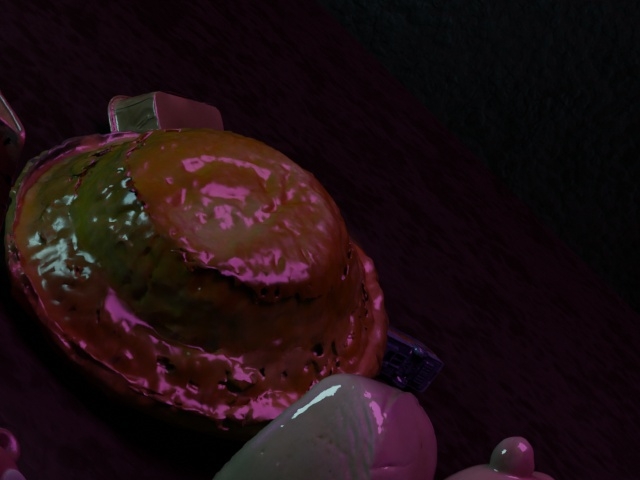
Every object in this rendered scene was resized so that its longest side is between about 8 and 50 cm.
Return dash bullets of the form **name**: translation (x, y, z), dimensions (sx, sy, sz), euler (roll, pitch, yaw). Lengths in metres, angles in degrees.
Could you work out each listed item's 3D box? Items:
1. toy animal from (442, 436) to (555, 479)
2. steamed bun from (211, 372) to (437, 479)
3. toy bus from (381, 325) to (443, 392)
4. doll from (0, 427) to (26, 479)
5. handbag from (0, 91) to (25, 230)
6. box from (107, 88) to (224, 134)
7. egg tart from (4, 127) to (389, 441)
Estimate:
- **toy animal**: translation (0.191, 0.359, 1.492), dimensions (0.229, 0.210, 0.221), euler (49, 10, -47)
- **steamed bun**: translation (0.009, 0.243, 1.306), dimensions (0.153, 0.238, 0.170), euler (54, 14, 28)
- **toy bus**: translation (0.078, 0.143, 1.947), dimensions (0.190, 0.064, 0.075), euler (28, 11, -38)
- **doll**: translation (-0.293, 0.194, 0.998), dimensions (0.211, 0.093, 0.262), euler (57, 30, 8)
- **handbag**: translation (-0.329, -0.055, 1.296), dimensions (0.059, 0.212, 0.157), euler (-1, 40, -32)
- **box**: translation (-0.209, -0.145, 1.948), dimensions (0.177, 0.111, 0.111), euler (12, 35, -51)
- **egg tart**: translation (-0.113, 0.008, 1.512), dimensions (0.443, 0.178, 0.443), euler (18, 39, -15)
